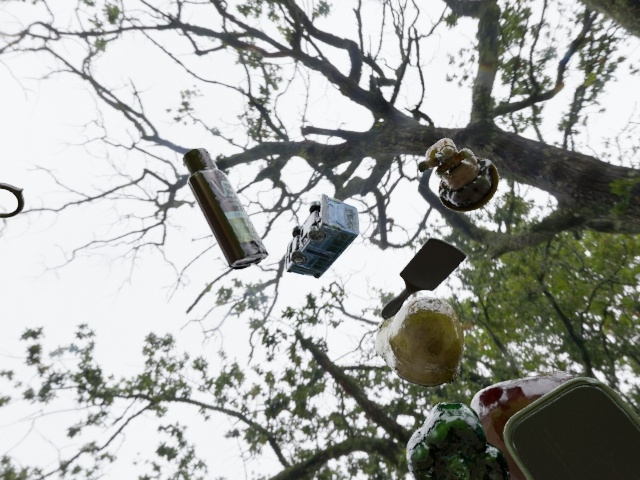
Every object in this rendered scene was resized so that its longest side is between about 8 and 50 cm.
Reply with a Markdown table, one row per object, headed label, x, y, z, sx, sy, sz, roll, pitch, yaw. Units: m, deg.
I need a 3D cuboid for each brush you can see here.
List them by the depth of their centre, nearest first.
| label | x | y | z | sx | sy | sz | roll | pitch | yaw |
| --- | --- | --- | --- | --- | --- | --- | --- | --- | --- |
| brush | 0.142 | 0.067 | 0.640 | 0.063 | 0.016 | 0.193 | 27 | -51 | -6 |

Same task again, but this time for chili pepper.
| label | x | y | z | sx | sy | sz | roll | pitch | yaw |
| --- | --- | --- | --- | --- | --- | --- | --- | --- | --- |
| chili pepper | 0.353 | 0.564 | 1.104 | 0.234 | 0.257 | 0.248 | -28 | -106 | 9 |

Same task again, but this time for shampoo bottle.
| label | x | y | z | sx | sy | sz | roll | pitch | yaw |
| --- | --- | --- | --- | --- | --- | --- | --- | --- | --- |
| shampoo bottle | -0.246 | -0.084 | 1.046 | 0.084 | 0.129 | 0.322 | -36 | -105 | 28 |

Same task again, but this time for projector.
| label | x | y | z | sx | sy | sz | roll | pitch | yaw |
| --- | --- | --- | --- | --- | --- | --- | --- | --- | --- |
| projector | 0.573 | 0.461 | 0.919 | 0.249 | 0.249 | 0.248 | -38 | -122 | 8 |

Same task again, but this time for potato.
| label | x | y | z | sx | sy | sz | roll | pitch | yaw |
| --- | --- | --- | --- | --- | --- | --- | --- | --- | --- |
| potato | 0.360 | 0.308 | 1.517 | 0.290 | 0.397 | 0.295 | -14 | -65 | -11 |

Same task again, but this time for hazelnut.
| label | x | y | z | sx | sy | sz | roll | pitch | yaw |
| --- | --- | --- | --- | --- | --- | --- | --- | --- | --- |
| hazelnut | 0.695 | 0.603 | 1.334 | 0.410 | 0.359 | 0.358 | -10 | -77 | 6 |

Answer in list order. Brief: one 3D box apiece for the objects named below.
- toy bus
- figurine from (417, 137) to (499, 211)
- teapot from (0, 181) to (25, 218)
| label | x | y | z | sx | sy | sz | roll | pitch | yaw |
| --- | --- | --- | --- | --- | --- | --- | --- | --- | --- |
| toy bus | 0.000 | 0.000 | 1.117 | 0.134 | 0.116 | 0.234 | 17 | -42 | -21 |
| figurine | 0.442 | -0.211 | 1.322 | 0.192 | 0.167 | 0.257 | -29 | -63 | 33 |
| teapot | -0.372 | -0.040 | 0.424 | 0.121 | 0.076 | 0.068 | -8 | -67 | -22 |
